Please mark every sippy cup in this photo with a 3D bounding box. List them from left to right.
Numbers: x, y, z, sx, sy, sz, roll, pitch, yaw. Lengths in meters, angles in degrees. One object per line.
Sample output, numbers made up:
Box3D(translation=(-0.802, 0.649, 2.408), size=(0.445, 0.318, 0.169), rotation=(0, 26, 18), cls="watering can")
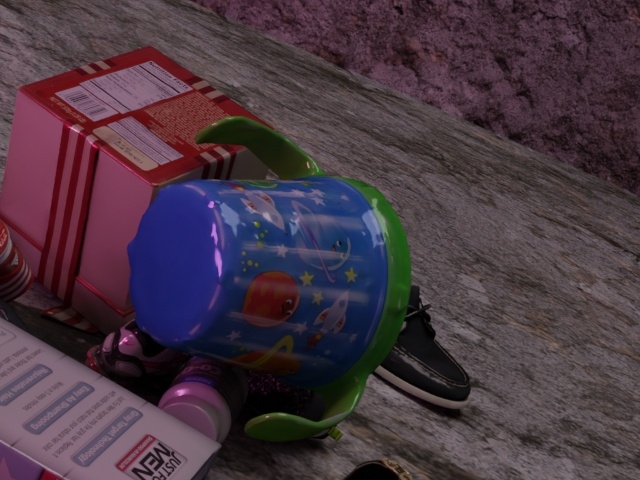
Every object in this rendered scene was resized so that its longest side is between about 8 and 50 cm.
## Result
Box3D(translation=(-0.066, 0.034, 1.359), size=(0.224, 0.240, 0.305), rotation=(10, 25, -42), cls="sippy cup")

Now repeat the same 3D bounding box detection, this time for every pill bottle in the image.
Box3D(translation=(-0.124, 0.172, 1.373), size=(0.078, 0.078, 0.137), rotation=(27, 17, 0), cls="pill bottle")

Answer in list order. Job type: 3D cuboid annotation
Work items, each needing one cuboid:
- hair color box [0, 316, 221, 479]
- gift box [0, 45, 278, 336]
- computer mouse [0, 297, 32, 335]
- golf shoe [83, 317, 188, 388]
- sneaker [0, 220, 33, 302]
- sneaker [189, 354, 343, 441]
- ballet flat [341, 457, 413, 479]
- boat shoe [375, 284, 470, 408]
Box3D(translation=(-0.291, 0.154, 1.122), size=(0.374, 0.113, 0.185), rotation=(28, 17, 7), cls="hair color box")
Box3D(translation=(-0.242, -0.047, 1.557), size=(0.255, 0.258, 0.276), rotation=(38, 40, 26), cls="gift box")
Box3D(translation=(-0.293, 0.120, 1.338), size=(0.242, 0.041, 0.071), rotation=(37, 19, 27), cls="computer mouse")
Box3D(translation=(-0.175, 0.111, 1.447), size=(0.067, 0.086, 0.186), rotation=(53, 22, 5), cls="golf shoe")
Box3D(translation=(-0.409, 0.022, 1.429), size=(0.221, 0.087, 0.128), rotation=(14, -29, 24), cls="sneaker")
Box3D(translation=(-0.066, 0.161, 1.537), size=(0.235, 0.084, 0.097), rotation=(40, -5, 36), cls="sneaker")
Box3D(translation=(0.045, 0.268, 1.378), size=(0.084, 0.058, 0.250), rotation=(34, 18, 20), cls="ballet flat")
Box3D(translation=(0.091, 0.099, 1.842), size=(0.127, 0.113, 0.340), rotation=(7, 26, -48), cls="boat shoe")
